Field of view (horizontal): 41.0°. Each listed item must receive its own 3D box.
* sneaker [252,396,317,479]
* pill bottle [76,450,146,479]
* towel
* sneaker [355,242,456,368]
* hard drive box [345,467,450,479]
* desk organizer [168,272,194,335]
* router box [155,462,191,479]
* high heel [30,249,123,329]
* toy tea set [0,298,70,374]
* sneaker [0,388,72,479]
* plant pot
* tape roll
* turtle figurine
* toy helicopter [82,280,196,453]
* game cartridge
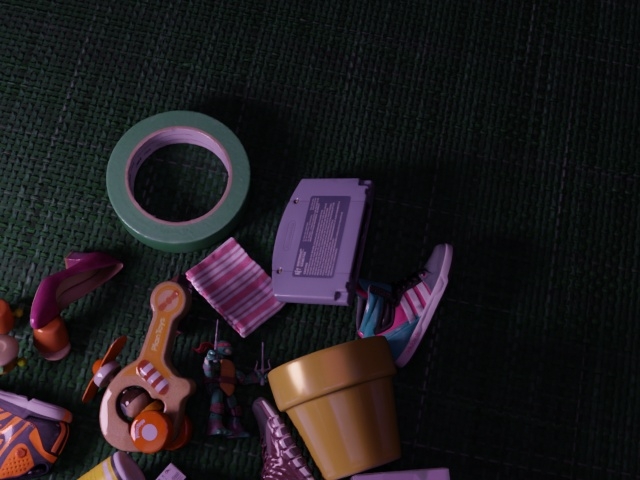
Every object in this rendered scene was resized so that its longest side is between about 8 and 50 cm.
[{"bbox_3d":[-0.109,0.453,1.679,0.162,0.106,0.281,-28,60,-9],"label":"sneaker"},{"bbox_3d":[-0.443,0.508,1.693,0.184,0.103,0.103,-35,76,-2],"label":"pill bottle"},{"bbox_3d":[-0.179,0.101,1.871,0.197,0.029,0.144,45,64,10],"label":"towel"},{"bbox_3d":[0.164,0.108,1.859,0.178,0.124,0.296,28,73,-4],"label":"sneaker"},{"bbox_3d":[0.145,0.498,1.665,0.181,0.232,0.089,-4,72,-3],"label":"hard drive box"},{"bbox_3d":[-0.314,0.142,1.854,0.047,0.050,0.130,29,51,-28],"label":"desk organizer"},{"bbox_3d":[-0.333,0.523,1.684,0.046,0.133,0.179,40,74,9],"label":"router box"},{"bbox_3d":[-0.511,0.106,1.800,0.117,0.082,0.244,9,32,8],"label":"high heel"},{"bbox_3d":[-0.699,0.217,1.799,0.335,0.124,0.200,13,42,5],"label":"toy tea set"},{"bbox_3d":[-0.677,0.386,1.717,0.320,0.125,0.180,15,71,2],"label":"sneaker"},{"bbox_3d":[0.047,0.340,1.704,0.253,0.254,0.239,-15,76,-8],"label":"plant pot"},{"bbox_3d":[-0.316,-0.135,1.934,0.321,0.077,0.322,1,72,-3],"label":"tape roll"},{"bbox_3d":[-0.190,0.290,1.783,0.175,0.118,0.234,14,67,-42],"label":"turtle figurine"},{"bbox_3d":[-0.358,0.251,1.753,0.234,0.140,0.355,13,83,14],"label":"toy helicopter"},{"bbox_3d":[0.000,0.000,1.874,0.198,0.062,0.297,0,62,27],"label":"game cartridge"}]
